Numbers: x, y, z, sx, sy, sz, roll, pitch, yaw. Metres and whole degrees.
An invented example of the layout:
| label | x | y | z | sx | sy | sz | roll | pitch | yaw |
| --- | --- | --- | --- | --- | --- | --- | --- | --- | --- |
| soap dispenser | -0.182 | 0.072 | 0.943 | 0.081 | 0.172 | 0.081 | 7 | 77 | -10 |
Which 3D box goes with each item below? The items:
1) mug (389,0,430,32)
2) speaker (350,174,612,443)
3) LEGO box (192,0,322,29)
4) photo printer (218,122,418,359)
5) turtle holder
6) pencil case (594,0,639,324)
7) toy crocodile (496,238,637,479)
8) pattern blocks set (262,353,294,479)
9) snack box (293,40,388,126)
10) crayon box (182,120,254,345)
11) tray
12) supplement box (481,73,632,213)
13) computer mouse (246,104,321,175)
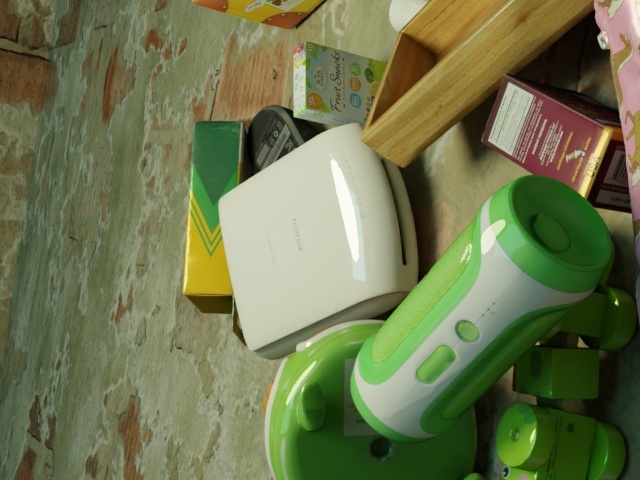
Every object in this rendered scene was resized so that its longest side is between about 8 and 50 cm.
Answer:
| label | x | y | z | sx | sy | sz | roll | pitch | yaw |
| --- | --- | --- | --- | --- | --- | --- | --- | --- | --- |
| mug | 0.134 | -0.302 | 1.486 | 0.064 | 0.062 | 0.078 | 31 | 115 | 50 |
| speaker | 0.142 | 0.072 | 1.071 | 0.296 | 0.131 | 0.131 | -54 | 39 | 42 |
| LEGO box | -0.004 | -0.601 | 1.670 | 0.500 | 0.193 | 0.373 | -30 | 57 | 54 |
| photo printer | 0.000 | 0.000 | 1.534 | 0.307 | 0.107 | 0.256 | -27 | 69 | 44 |
| turtle holder | 0.063 | 0.245 | 1.332 | 0.320 | 0.243 | 0.227 | 62 | 171 | -13 |
| pencil case | 0.335 | -0.073 | 0.972 | 0.167 | 0.160 | 0.386 | 110 | 159 | -70 |
| toy crocodile | 0.234 | 0.140 | 1.136 | 0.105 | 0.115 | 0.341 | -7 | 74 | 64 |
| pattern blocks set | -0.012 | 0.241 | 1.625 | 0.285 | 0.026 | 0.325 | -29 | 57 | 54 |
| snack box | 0.031 | -0.206 | 1.553 | 0.037 | 0.141 | 0.100 | -27 | 59 | 54 |
| crayon box | -0.158 | -0.006 | 1.798 | 0.203 | 0.083 | 0.323 | 81 | -170 | -78 |
| tray | 0.205 | -0.262 | 1.266 | 0.411 | 0.076 | 0.203 | -41 | 23 | 50 |
| supplement box | 0.262 | -0.098 | 1.157 | 0.188 | 0.104 | 0.081 | 45 | 121 | 56 |
| computer mouse | -0.023 | -0.090 | 1.700 | 0.188 | 0.072 | 0.272 | -56 | 50 | 34 |
